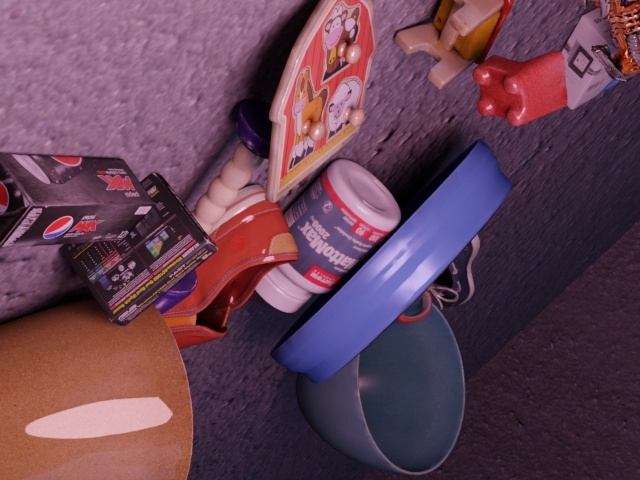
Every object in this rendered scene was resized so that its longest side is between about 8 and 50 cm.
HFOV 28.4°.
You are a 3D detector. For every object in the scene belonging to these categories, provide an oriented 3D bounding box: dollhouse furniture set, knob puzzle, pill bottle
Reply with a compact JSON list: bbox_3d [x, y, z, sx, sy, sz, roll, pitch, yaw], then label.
[{"bbox_3d":[0.231,-0.259,1.162,0.152,0.201,0.374,-29,160,-28],"label":"dollhouse furniture set"},{"bbox_3d":[0.014,-0.149,1.172,0.213,0.030,0.213,-51,154,-36],"label":"knob puzzle"},{"bbox_3d":[0.000,0.000,1.511,0.180,0.108,0.108,-46,161,24],"label":"pill bottle"}]

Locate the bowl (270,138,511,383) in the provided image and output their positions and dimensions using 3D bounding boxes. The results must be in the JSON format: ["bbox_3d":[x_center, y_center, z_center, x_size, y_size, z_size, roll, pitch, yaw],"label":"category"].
[{"bbox_3d":[0.095,0.033,1.641,0.391,0.077,0.391,-46,180,0],"label":"bowl"}]

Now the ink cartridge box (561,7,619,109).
[{"bbox_3d":[0.383,-0.266,1.691,0.104,0.060,0.180,-29,161,-26],"label":"ink cartridge box"}]

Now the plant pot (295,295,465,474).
[{"bbox_3d":[0.075,0.236,2.067,0.195,0.290,0.290,-9,-176,39],"label":"plant pot"}]

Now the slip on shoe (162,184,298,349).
[{"bbox_3d":[-0.156,0.079,1.413,0.331,0.101,0.123,-42,164,16],"label":"slip on shoe"}]

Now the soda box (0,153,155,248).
[{"bbox_3d":[-0.217,-0.034,1.068,0.053,0.060,0.169,-44,163,22],"label":"soda box"}]

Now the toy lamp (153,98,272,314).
[{"bbox_3d":[-0.121,-0.022,1.272,0.080,0.080,0.274,-14,148,-53],"label":"toy lamp"}]

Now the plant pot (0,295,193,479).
[{"bbox_3d":[-0.291,0.176,1.229,0.254,0.237,0.237,-5,145,-38],"label":"plant pot"}]

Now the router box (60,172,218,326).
[{"bbox_3d":[-0.173,0.009,1.212,0.122,0.092,0.038,-39,163,2],"label":"router box"}]

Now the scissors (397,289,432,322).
[{"bbox_3d":[0.083,0.090,1.934,0.021,0.109,0.297,-7,-175,37],"label":"scissors"}]

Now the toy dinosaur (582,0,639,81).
[{"bbox_3d":[0.441,-0.271,1.566,0.218,0.164,0.322,-50,146,4],"label":"toy dinosaur"}]

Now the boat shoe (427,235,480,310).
[{"bbox_3d":[0.206,0.050,2.079,0.079,0.095,0.254,-35,161,-16],"label":"boat shoe"}]
